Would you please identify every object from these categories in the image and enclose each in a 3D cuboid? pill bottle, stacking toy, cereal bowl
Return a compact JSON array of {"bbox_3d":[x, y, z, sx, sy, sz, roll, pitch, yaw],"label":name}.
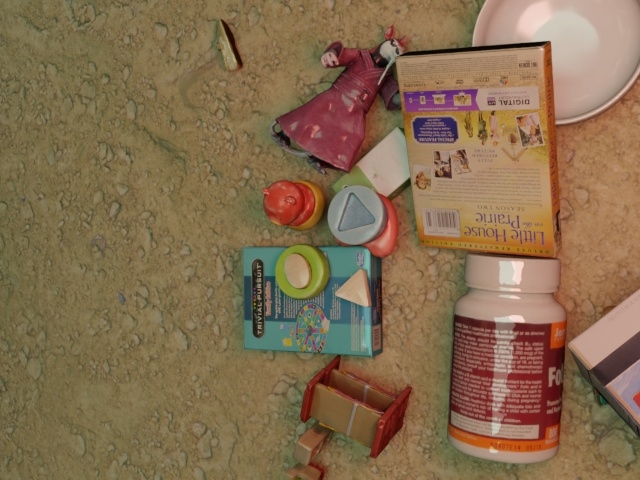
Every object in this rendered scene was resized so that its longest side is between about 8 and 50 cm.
[{"bbox_3d":[0.378,0.226,1.489,0.224,0.224,0.392,4,93,25],"label":"pill bottle"},{"bbox_3d":[0.000,0.000,1.629,0.309,0.130,0.279,8,87,26],"label":"stacking toy"},{"bbox_3d":[0.484,-0.391,1.472,0.339,0.141,0.338,1,91,26],"label":"cereal bowl"}]

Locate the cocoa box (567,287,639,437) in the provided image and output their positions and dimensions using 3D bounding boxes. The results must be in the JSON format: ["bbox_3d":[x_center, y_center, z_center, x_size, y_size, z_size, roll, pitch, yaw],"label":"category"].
[{"bbox_3d":[0.655,0.190,1.287,0.347,0.231,0.228,-40,56,6],"label":"cocoa box"}]

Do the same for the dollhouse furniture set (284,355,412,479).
[{"bbox_3d":[0.055,0.482,1.711,0.201,0.152,0.374,23,118,23],"label":"dollhouse furniture set"}]

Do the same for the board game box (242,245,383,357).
[{"bbox_3d":[-0.022,0.138,1.754,0.336,0.079,0.253,0,90,25],"label":"board game box"}]

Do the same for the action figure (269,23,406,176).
[{"bbox_3d":[0.079,-0.319,1.677,0.248,0.276,0.370,38,88,-10],"label":"action figure"}]

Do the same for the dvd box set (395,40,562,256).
[{"bbox_3d":[0.322,-0.177,1.489,0.308,0.062,0.420,5,116,35],"label":"dvd box set"}]

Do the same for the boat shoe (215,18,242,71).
[{"bbox_3d":[-0.241,-0.492,1.862,0.045,0.050,0.135,-21,82,19],"label":"boat shoe"}]

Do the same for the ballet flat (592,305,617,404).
[{"bbox_3d":[0.578,0.227,1.491,0.067,0.073,0.206,22,98,51],"label":"ballet flat"}]

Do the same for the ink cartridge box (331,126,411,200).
[{"bbox_3d":[0.141,-0.149,1.681,0.209,0.062,0.109,-41,74,21],"label":"ink cartridge box"}]
